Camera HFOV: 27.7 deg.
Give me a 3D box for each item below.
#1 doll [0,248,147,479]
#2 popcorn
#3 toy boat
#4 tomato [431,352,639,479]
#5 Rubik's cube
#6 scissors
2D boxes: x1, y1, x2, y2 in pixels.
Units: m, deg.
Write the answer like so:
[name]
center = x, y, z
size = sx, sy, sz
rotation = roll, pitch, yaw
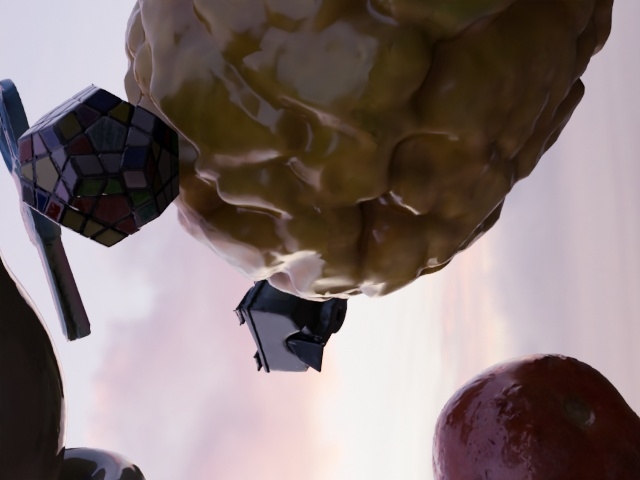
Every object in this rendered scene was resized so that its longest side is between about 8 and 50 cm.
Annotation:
[doll]
center = -0.262, 0.032, 0.727
size = 0.226, 0.215, 0.370
rotation = -27, -72, -31
[popcorn]
center = 0.025, -0.160, 0.969
size = 0.390, 0.344, 0.354
rotation = -48, -10, -23
[toy boat]
center = -0.004, 0.001, 1.373
size = 0.114, 0.122, 0.296
rotation = 77, -149, -47
[tomato]
center = 0.205, 0.214, 1.226
size = 0.208, 0.208, 0.184
rotation = -79, 11, -50
[Rubik's cube]
center = -0.145, -0.050, 0.860
size = 0.111, 0.093, 0.111
rotation = 1, -90, -74
[scissors]
center = -0.271, -0.027, 1.248
size = 0.256, 0.030, 0.125
rotation = 71, 160, 2
